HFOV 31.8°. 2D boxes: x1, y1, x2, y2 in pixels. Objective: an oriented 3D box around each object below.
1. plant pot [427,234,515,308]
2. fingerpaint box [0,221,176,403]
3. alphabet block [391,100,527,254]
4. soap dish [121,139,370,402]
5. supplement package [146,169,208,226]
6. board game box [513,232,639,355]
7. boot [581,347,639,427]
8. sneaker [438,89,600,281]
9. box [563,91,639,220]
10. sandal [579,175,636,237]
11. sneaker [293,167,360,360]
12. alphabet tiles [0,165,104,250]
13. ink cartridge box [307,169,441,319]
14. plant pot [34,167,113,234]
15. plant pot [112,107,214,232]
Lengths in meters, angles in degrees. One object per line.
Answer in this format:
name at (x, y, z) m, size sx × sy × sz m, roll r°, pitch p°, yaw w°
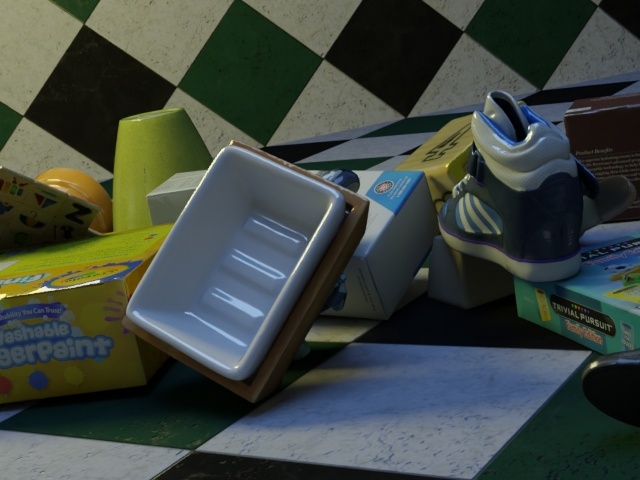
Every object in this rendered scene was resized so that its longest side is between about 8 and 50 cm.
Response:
plant pot at (0.225, 0.034, 1.679) m, size 0.109 × 0.096 × 0.109 m, roll -16°, pitch 13°, yaw -25°
fingerpaint box at (-0.424, 0.113, 1.695) m, size 0.444 × 0.163 × 0.371 m, roll -9°, pitch 12°, yaw 11°
alphabet block at (0.258, -0.087, 1.815) m, size 0.193 × 0.192 × 0.197 m, roll -42°, pitch 16°, yaw -23°
soap dish at (-0.090, 0.039, 1.445) m, size 0.229 × 0.291 × 0.118 m, roll 25°, pitch -10°, yaw 29°
supplement package at (-0.201, -0.020, 2.033) m, size 0.149 × 0.194 × 0.203 m, roll -7°, pitch 13°, yaw 10°
board game box at (0.434, 0.066, 1.411) m, size 0.253 × 0.079 × 0.336 m, roll -14°, pitch 13°, yaw -16°
boot at (0.383, 0.081, 1.174) m, size 0.262 × 0.091 × 0.229 m, roll -1°, pitch 40°, yaw -2°
sneaker at (0.245, -0.095, 1.512) m, size 0.130 × 0.236 × 0.323 m, roll -15°, pitch 18°, yaw -14°
box at (0.538, -0.150, 2.001) m, size 0.168 × 0.203 × 0.167 m, roll -5°, pitch 13°, yaw 21°
sandal at (0.422, -0.027, 1.863) m, size 0.240 × 0.088 × 0.079 m, roll -26°, pitch -38°, yaw 30°
sneaker at (-0.003, 0.038, 1.556) m, size 0.122 × 0.283 × 0.110 m, roll 27°, pitch -3°, yaw 22°
alphabet tiles at (-0.514, 0.012, 1.886) m, size 0.285 × 0.342 × 0.011 m, roll 23°, pitch 44°, yaw -22°
ink cartridge box at (0.000, 0.000, 1.755) m, size 0.307 × 0.129 × 0.223 m, roll 3°, pitch 39°, yaw 32°
plant pot at (-0.563, -0.022, 2.379) m, size 0.205 × 0.205 × 0.188 m, roll -6°, pitch 28°, yaw 17°
plant pot at (-0.322, -0.121, 2.346) m, size 0.274 × 0.294 × 0.275 m, roll -9°, pitch 13°, yaw 2°
